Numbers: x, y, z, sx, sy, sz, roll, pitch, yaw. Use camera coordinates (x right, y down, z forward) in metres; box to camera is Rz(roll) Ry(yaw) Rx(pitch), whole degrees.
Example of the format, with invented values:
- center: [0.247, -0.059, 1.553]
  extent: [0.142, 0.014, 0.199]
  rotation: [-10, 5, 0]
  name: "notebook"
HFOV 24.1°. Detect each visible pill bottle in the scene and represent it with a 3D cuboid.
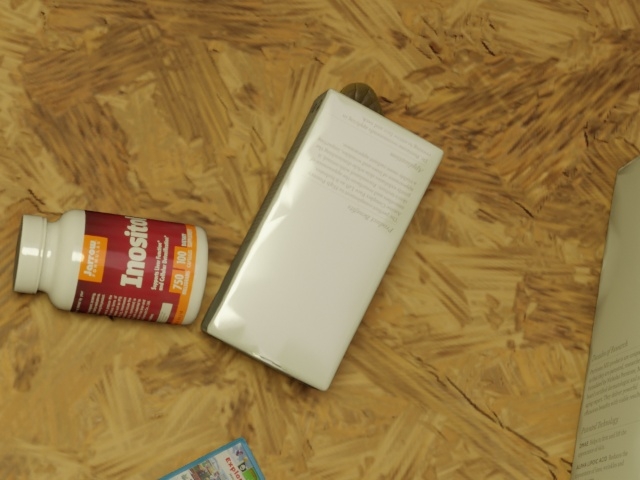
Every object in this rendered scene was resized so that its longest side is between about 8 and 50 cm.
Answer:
- center: [-0.174, 0.020, 1.242]
  extent: [0.152, 0.086, 0.086]
  rotation: [7, 73, -14]
  name: "pill bottle"

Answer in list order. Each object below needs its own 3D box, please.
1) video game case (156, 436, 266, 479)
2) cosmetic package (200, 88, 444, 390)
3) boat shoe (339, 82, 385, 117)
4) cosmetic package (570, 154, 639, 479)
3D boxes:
- center: [-0.109, 0.251, 1.233]
  extent: [0.166, 0.015, 0.119]
  rotation: [-25, 82, -21]
  name: "video game case"
- center: [0.000, 0.000, 1.276]
  extent: [0.117, 0.085, 0.231]
  rotation: [29, 84, -7]
  name: "cosmetic package"
- center: [0.044, -0.074, 1.355]
  extent: [0.050, 0.045, 0.135]
  rotation: [-12, 89, -18]
  name: "boat shoe"
- center: [0.362, 0.114, 1.338]
  extent: [0.217, 0.156, 0.385]
  rotation: [18, 69, -11]
  name: "cosmetic package"
